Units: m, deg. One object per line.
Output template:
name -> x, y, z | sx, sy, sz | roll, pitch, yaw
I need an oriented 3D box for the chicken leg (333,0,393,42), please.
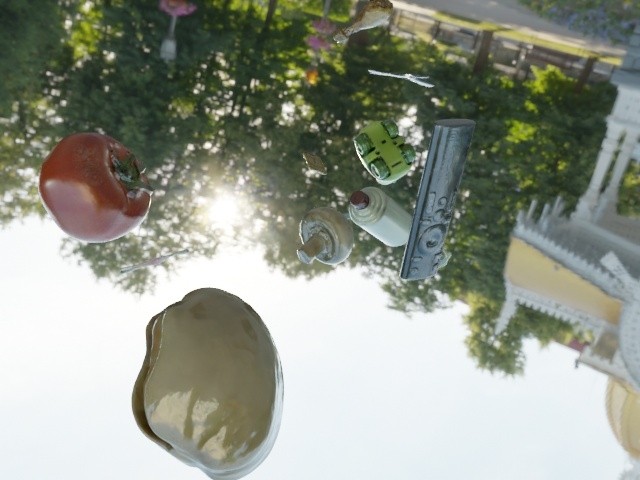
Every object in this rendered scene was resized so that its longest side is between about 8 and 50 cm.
chicken leg -> 0.158, -0.812, 2.510 | 0.107, 0.251, 0.087 | 30, -141, -48

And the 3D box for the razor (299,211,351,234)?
razor -> 0.056, -0.074, 2.529 | 0.278, 0.056, 0.111 | -23, -174, -8

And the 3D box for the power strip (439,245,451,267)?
power strip -> 0.280, 0.043, 1.651 | 0.055, 0.083, 0.035 | 49, -153, -2

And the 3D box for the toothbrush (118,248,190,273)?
toothbrush -> -0.440, 0.055, 1.781 | 0.204, 0.017, 0.022 | -16, 158, 8

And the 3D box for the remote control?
remote control -> 0.254, -0.082, 1.490 | 0.107, 0.377, 0.044 | -6, -148, -25

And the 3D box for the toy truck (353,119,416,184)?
toy truck -> 0.198, -0.255, 2.100 | 0.148, 0.210, 0.187 | -31, -115, -11

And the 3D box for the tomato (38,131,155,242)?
tomato -> -0.701, -0.167, 2.094 | 0.272, 0.341, 0.341 | -19, -172, 17

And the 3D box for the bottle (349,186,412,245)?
bottle -> 0.145, -0.066, 1.692 | 0.104, 0.104, 0.245 | 27, 178, 35

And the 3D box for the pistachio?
pistachio -> -0.251, 0.333, 1.562 | 0.365, 0.445, 0.281 | -10, 171, -36

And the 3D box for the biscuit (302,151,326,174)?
biscuit -> -0.020, -0.265, 2.316 | 0.083, 0.018, 0.081 | 13, -135, -47

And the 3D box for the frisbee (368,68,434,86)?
frisbee -> 0.224, -0.454, 1.879 | 0.187, 0.012, 0.211 | 13, -171, 17

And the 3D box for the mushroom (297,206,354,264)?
mushroom -> 0.000, 0.000, 2.266 | 0.207, 0.207, 0.215 | 24, -135, 29
